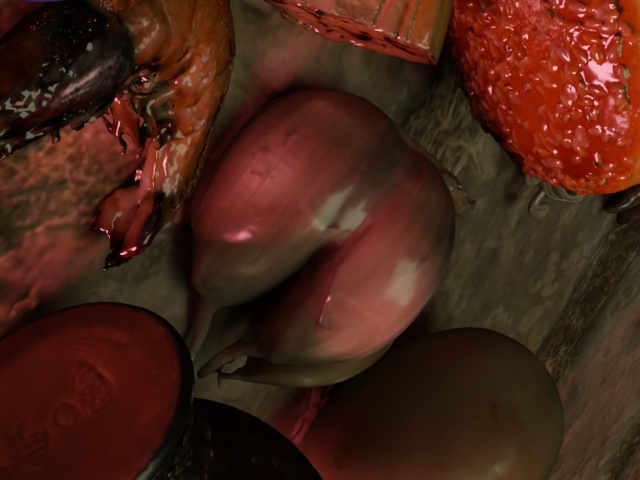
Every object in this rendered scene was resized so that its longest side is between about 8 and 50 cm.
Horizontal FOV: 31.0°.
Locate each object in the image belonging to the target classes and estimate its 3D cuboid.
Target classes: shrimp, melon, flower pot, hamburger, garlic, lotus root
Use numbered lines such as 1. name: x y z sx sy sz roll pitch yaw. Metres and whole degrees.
1. shrimp: -0.155 -0.059 0.739 0.290 0.054 0.222 -37 144 -41
2. melon: 0.110 0.219 1.189 0.317 0.223 0.223 -37 143 -27
3. flower pot: -0.133 0.198 0.830 0.266 0.266 0.267 -42 135 -21
4. hamburger: 0.230 -0.182 0.944 0.225 0.291 0.291 -20 136 -18
5. garlic: 0.000 0.000 0.958 0.292 0.210 0.237 -47 -179 -22
6. lotus root: 0.030 -0.199 0.847 0.159 0.095 0.135 31 86 -18

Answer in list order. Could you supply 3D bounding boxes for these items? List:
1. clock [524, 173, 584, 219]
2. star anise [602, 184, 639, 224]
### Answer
1. clock: 0.281 -0.115 1.273 0.191 0.062 0.151 -46 147 -16
2. star anise: 0.449 -0.160 1.416 0.349 0.109 0.292 -59 173 26
